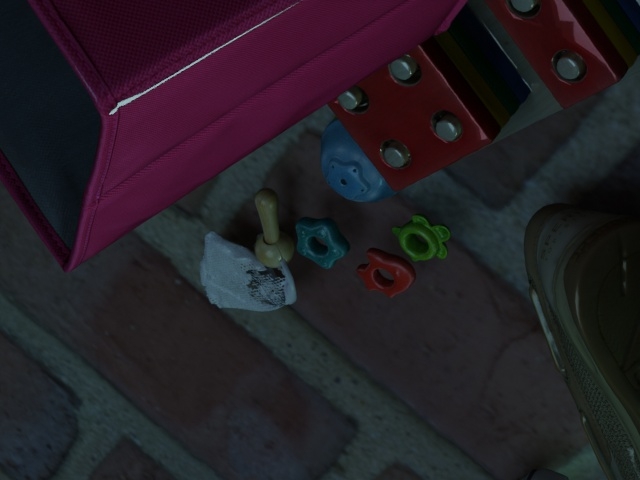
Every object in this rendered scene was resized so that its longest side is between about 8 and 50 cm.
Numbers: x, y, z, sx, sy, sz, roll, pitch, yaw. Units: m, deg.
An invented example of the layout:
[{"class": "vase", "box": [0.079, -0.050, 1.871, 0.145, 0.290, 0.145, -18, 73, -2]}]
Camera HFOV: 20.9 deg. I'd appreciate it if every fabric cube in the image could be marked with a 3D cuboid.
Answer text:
[{"class": "fabric cube", "box": [-0.074, -0.180, 0.820, 0.254, 0.258, 0.259, 56, 162, 6]}]

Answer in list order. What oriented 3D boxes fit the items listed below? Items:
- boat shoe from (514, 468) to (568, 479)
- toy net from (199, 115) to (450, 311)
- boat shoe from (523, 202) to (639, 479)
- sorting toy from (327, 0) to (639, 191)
[{"class": "boat shoe", "box": [0.123, 0.258, 1.340, 0.088, 0.096, 0.267, 23, 142, 11]}, {"class": "toy net", "box": [0.000, 0.000, 1.251, 0.122, 0.045, 0.232, 46, 138, -8]}, {"class": "boat shoe", "box": [0.237, 0.119, 1.147, 0.341, 0.121, 0.110, 64, 167, -22]}, {"class": "sorting toy", "box": [0.065, -0.169, 1.035, 0.257, 0.089, 0.255, -26, 107, 44]}]
